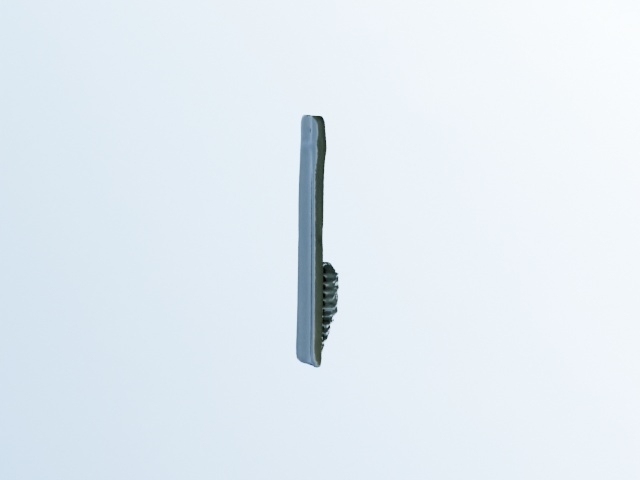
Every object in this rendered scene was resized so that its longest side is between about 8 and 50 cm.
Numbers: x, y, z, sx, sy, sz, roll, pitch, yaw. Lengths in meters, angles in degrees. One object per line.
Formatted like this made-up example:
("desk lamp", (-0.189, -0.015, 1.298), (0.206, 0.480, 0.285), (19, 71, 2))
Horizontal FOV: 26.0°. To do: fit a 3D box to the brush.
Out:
("brush", (0.000, 0.000, 1.052), (0.028, 0.190, 0.034), (-3, -174, -29))
